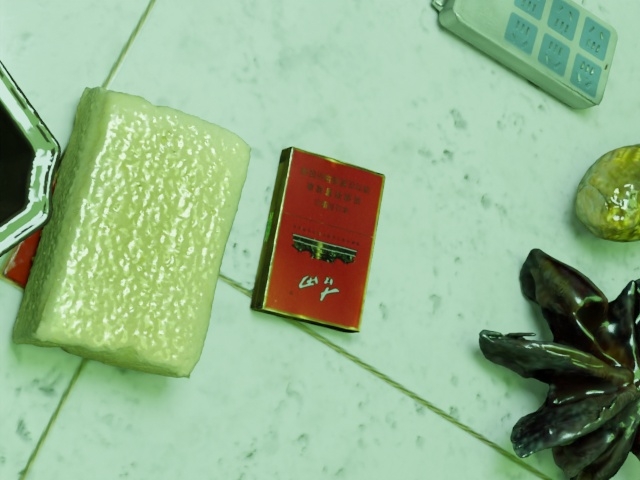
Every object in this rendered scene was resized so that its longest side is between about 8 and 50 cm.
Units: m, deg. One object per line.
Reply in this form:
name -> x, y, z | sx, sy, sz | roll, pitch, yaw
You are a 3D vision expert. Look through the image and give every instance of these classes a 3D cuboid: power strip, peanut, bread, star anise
power strip -> 0.185, -0.188, 1.065 | 0.192, 0.035, 0.081 | 26, 73, -26
peanut -> 0.310, -0.054, 1.095 | 0.206, 0.087, 0.087 | -21, 95, -32
bread -> -0.128, -0.004, 0.850 | 0.125, 0.068, 0.188 | 19, 75, -26
star anise -> 0.257, 0.125, 1.030 | 0.282, 0.129, 0.212 | 13, 73, -19

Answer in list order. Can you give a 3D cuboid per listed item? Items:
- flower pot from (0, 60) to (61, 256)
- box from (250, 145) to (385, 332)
flower pot -> -0.301, -0.030, 0.748 | 0.251, 0.084, 0.179 | -40, 105, -25
box -> 0.000, 0.000, 0.949 | 0.090, 0.023, 0.133 | 17, 77, -25
